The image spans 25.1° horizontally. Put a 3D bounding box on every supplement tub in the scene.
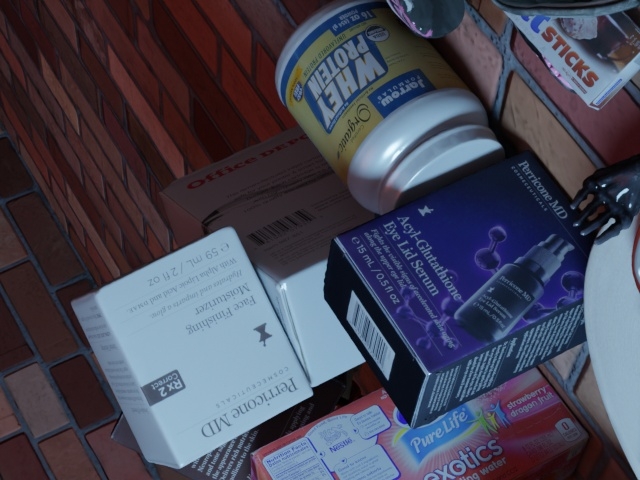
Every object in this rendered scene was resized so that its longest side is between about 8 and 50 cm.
[{"bbox_3d":[0.063,-0.115,1.317,0.199,0.144,0.144,54,158,29],"label":"supplement tub"}]

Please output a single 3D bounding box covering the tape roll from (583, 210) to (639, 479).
[{"bbox_3d":[0.332,0.130,1.020,0.392,0.072,0.392,54,159,32],"label":"tape roll"}]

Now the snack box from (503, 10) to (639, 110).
[{"bbox_3d":[0.173,-0.181,1.075,0.022,0.064,0.178,13,-144,-54],"label":"snack box"}]

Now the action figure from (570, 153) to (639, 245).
[{"bbox_3d":[0.261,-0.069,0.783,0.164,0.141,0.275,32,140,-2],"label":"action figure"}]

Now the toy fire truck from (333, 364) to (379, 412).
[{"bbox_3d":[0.043,0.201,1.764,0.158,0.217,0.246,45,110,43],"label":"toy fire truck"}]

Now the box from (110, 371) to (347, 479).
[{"bbox_3d":[-0.095,0.174,1.577,0.203,0.168,0.167,28,-176,0],"label":"box"}]

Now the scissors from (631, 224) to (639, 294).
[{"bbox_3d":[0.247,0.081,1.051,0.109,0.021,0.297,53,159,26],"label":"scissors"}]

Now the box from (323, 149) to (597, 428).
[{"bbox_3d":[0.130,0.040,1.235,0.153,0.207,0.108,55,158,25],"label":"box"}]

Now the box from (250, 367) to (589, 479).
[{"bbox_3d":[0.093,0.233,1.425,0.154,0.300,0.142,54,158,28],"label":"box"}]

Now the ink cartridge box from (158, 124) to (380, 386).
[{"bbox_3d":[0.000,0.000,1.506,0.307,0.223,0.129,35,145,56],"label":"ink cartridge box"}]

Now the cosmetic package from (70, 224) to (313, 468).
[{"bbox_3d":[-0.128,0.104,1.393,0.183,0.151,0.151,63,161,-3],"label":"cosmetic package"}]

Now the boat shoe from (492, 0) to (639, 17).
[{"bbox_3d":[0.208,-0.190,0.875,0.121,0.119,0.335,66,160,-1],"label":"boat shoe"}]

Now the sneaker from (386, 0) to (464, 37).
[{"bbox_3d":[0.063,-0.255,1.269,0.077,0.072,0.178,154,97,-82],"label":"sneaker"}]

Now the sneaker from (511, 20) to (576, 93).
[{"bbox_3d":[0.180,-0.157,1.121,0.057,0.047,0.119,78,166,-63],"label":"sneaker"}]
